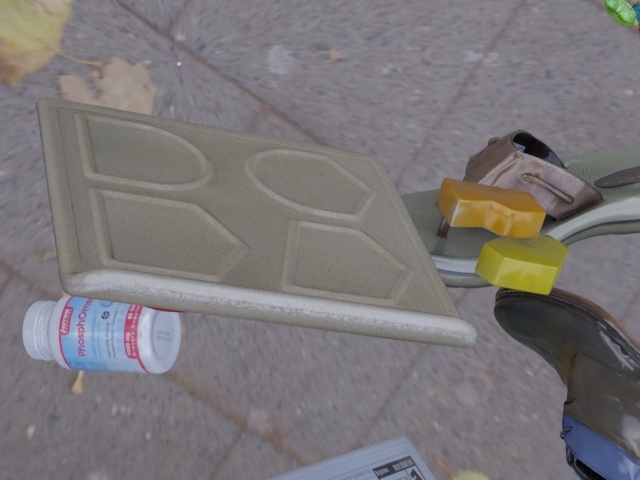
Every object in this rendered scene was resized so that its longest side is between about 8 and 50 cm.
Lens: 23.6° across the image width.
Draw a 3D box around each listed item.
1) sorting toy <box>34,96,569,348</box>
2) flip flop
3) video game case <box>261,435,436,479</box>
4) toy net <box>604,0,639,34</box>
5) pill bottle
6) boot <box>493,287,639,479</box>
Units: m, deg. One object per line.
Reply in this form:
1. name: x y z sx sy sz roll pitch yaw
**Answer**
1. sorting toy: 0.000 0.000 0.845 0.307 0.229 0.041 9 115 -19
2. flip flop: 0.154 -0.039 1.059 0.277 0.112 0.080 -14 123 -14
3. video game case: 0.072 0.276 1.006 0.036 0.329 0.300 -38 76 17
4. toy net: 0.316 -0.201 1.382 0.232 0.122 0.045 25 118 -40
5. pill bottle: -0.240 0.100 1.679 0.160 0.087 0.087 0 97 21
6. boot: 0.186 0.110 1.090 0.106 0.219 0.082 -47 140 -17
